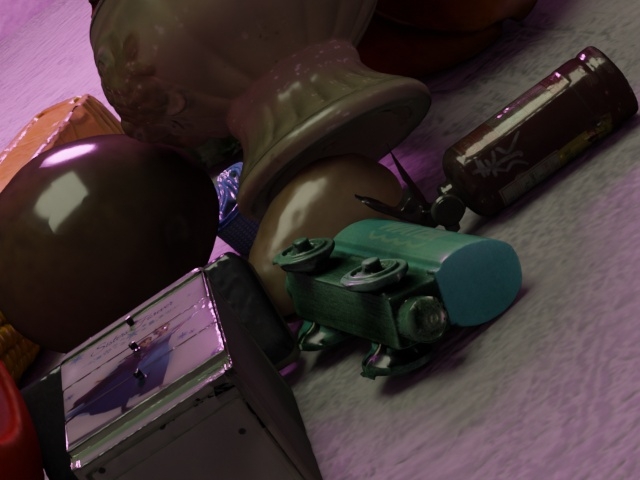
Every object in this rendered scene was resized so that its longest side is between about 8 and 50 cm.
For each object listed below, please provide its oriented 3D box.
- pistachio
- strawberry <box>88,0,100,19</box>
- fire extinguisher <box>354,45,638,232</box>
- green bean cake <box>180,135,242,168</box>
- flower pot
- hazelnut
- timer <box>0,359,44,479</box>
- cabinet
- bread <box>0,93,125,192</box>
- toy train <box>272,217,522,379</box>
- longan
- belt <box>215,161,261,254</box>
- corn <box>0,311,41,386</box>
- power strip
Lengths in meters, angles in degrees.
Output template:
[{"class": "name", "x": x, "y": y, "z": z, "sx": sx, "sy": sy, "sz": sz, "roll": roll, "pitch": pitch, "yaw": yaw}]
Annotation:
[{"class": "pistachio", "x": 0.000, "y": 0.000, "z": 1.826, "sx": 0.126, "sy": 0.108, "sz": 0.185, "roll": 30, "pitch": 70, "yaw": 31}, {"class": "strawberry", "x": -0.135, "y": -0.349, "z": 2.648, "sx": 0.312, "sy": 0.267, "sz": 0.351, "roll": 1, "pitch": -6, "yaw": 22}, {"class": "fire extinguisher", "x": 0.150, "y": -0.085, "z": 1.767, "sx": 0.252, "sy": 0.106, "sz": 0.075, "roll": -35, "pitch": -4, "yaw": -2}, {"class": "green bean cake", "x": -0.099, "y": -0.196, "z": 2.403, "sx": 0.241, "sy": 0.132, "sz": 0.255, "roll": -23, "pitch": 22, "yaw": 20}, {"class": "flower pot", "x": -0.049, "y": -0.170, "z": 1.913, "sx": 0.307, "sy": 0.244, "sz": 0.307, "roll": -32, "pitch": -15, "yaw": -10}, {"class": "hazelnut", "x": 0.064, "y": -0.333, "z": 2.164, "sx": 0.372, "sy": 0.372, "sz": 0.315, "roll": -26, "pitch": 56, "yaw": 22}, {"class": "timer", "x": -0.398, "y": 0.179, "z": 1.626, "sx": 0.279, "sy": 0.378, "sz": 0.378, "roll": -37, "pitch": 19, "yaw": 10}, {"class": "cabinet", "x": -0.106, "y": 0.145, "z": 1.579, "sx": 0.145, "sy": 0.150, "sz": 0.206, "roll": -33, "pitch": 20, "yaw": 3}, {"class": "bread", "x": -0.351, "y": -0.069, "z": 2.517, "sx": 0.152, "sy": 0.119, "sz": 0.288, "roll": -18, "pitch": 26, "yaw": 32}, {"class": "toy train", "x": 0.064, "y": 0.035, "z": 1.666, "sx": 0.159, "sy": 0.101, "sz": 0.248, "roll": -25, "pitch": 16, "yaw": -19}, {"class": "longan", "x": -0.216, "y": 0.002, "z": 2.002, "sx": 0.248, "sy": 0.248, "sz": 0.248, "roll": -30, "pitch": 20, "yaw": 12}, {"class": "belt", "x": -0.071, "y": -0.048, "z": 2.106, "sx": 0.100, "sy": 0.065, "sz": 0.179, "roll": -43, "pitch": 19, "yaw": 6}, {"class": "corn", "x": -0.367, "y": 0.106, "z": 2.116, "sx": 0.144, "sy": 0.144, "sz": 0.387, "roll": -20, "pitch": 21, "yaw": 35}, {"class": "power strip", "x": -0.149, "y": 0.122, "z": 1.754, "sx": 0.257, "sy": 0.105, "sz": 0.070, "roll": -33, "pitch": -22, "yaw": 6}]
